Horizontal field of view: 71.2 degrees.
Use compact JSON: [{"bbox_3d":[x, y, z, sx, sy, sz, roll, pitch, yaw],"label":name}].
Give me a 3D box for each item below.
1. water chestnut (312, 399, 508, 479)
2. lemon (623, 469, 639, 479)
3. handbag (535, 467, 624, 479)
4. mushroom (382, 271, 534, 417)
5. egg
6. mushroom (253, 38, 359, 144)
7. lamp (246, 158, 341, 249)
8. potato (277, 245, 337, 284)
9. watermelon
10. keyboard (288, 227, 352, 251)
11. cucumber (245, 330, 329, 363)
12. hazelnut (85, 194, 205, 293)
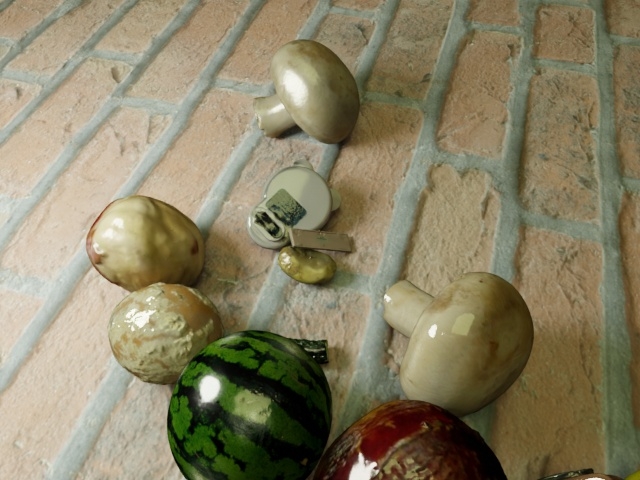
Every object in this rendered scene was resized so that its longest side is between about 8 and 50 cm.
[{"bbox_3d":[0.129,0.421,0.709,0.350,0.351,0.302,-26,18,-14],"label":"water chestnut"},{"bbox_3d":[0.584,0.454,0.708,0.248,0.184,0.184,3,55,25],"label":"lemon"},{"bbox_3d":[0.413,0.454,0.712,0.072,0.193,0.151,23,45,-35],"label":"handbag"},{"bbox_3d":[0.238,0.170,0.861,0.292,0.293,0.290,-34,45,-18],"label":"mushroom"},{"bbox_3d":[-0.313,0.184,0.903,0.245,0.203,0.204,10,57,21],"label":"egg"},{"bbox_3d":[-0.042,-0.390,1.257,0.290,0.297,0.298,-32,54,25],"label":"mushroom"},{"bbox_3d":[-0.077,-0.077,1.111,0.179,0.108,0.246,45,73,3],"label":"lamp"},{"bbox_3d":[-0.033,0.058,1.045,0.137,0.070,0.092,21,40,2],"label":"potato"},{"bbox_3d":[-0.119,0.299,0.770,0.284,0.285,0.285,-1,57,1],"label":"watermelon"},{"bbox_3d":[0.000,0.000,1.069,0.165,0.017,0.055,6,56,-32],"label":"keyboard"},{"bbox_3d":[-0.073,0.230,0.949,0.186,0.058,0.058,6,57,4],"label":"cucumber"},{"bbox_3d":[-0.393,0.023,1.017,0.260,0.261,0.241,7,90,7],"label":"hazelnut"}]
